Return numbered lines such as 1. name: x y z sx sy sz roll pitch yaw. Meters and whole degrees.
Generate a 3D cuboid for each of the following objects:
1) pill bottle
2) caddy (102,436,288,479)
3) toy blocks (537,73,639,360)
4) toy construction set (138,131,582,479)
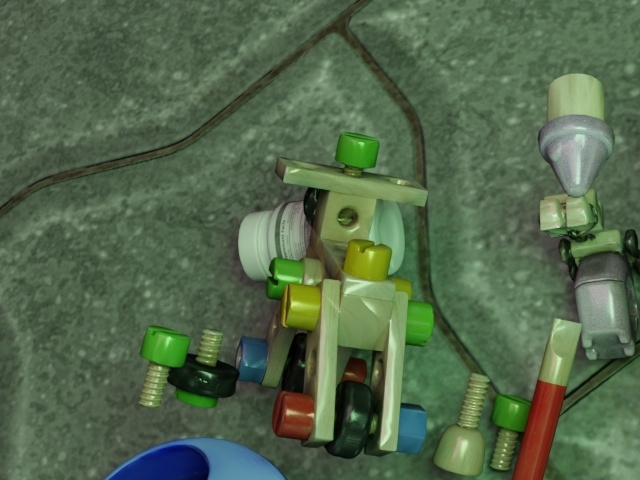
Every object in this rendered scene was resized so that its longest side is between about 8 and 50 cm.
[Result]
1. pill bottle: 0.000 0.000 1.448 0.137 0.078 0.078 -6 62 26
2. caddy: -0.124 0.326 1.277 0.241 0.179 0.341 23 77 36
3. toy blocks: 0.298 0.040 1.131 0.309 0.288 0.260 -9 55 21
4. toy construction set: 0.056 0.045 1.273 0.309 0.257 0.237 16 95 12
